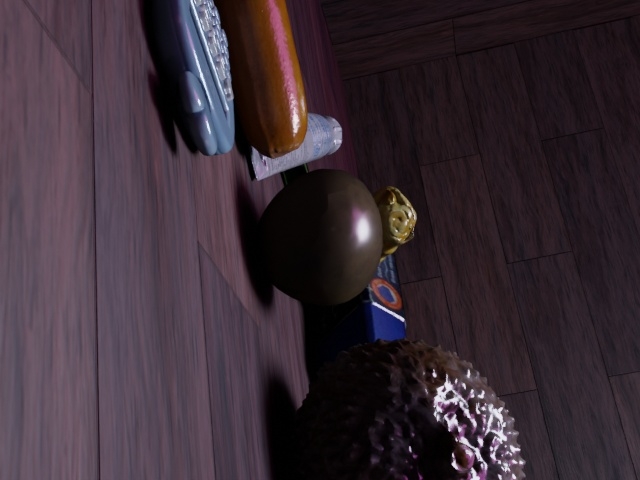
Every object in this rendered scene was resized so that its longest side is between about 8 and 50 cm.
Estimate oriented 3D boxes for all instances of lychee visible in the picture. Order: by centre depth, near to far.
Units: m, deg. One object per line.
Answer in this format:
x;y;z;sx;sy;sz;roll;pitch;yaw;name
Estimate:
0.095;0.269;1.110;0.300;0.300;0.300;-11;90;-84;lychee

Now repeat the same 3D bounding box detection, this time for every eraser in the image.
0.059;0.122;1.524;0.101;0.155;0.332;31;30;-23;eraser

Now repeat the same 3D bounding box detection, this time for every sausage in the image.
-0.080;-0.244;1.203;0.105;0.105;0.274;-56;134;-81;sausage

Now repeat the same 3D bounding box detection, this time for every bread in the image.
0.047;0.017;1.363;0.084;0.077;0.367;67;-24;12;bread

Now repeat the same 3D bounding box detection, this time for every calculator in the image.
-0.128;-0.196;0.953;0.303;0.042;0.188;-94;171;-52;calculator

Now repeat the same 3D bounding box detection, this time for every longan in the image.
0.000;0.000;1.167;0.189;0.189;0.189;-11;90;-84;longan

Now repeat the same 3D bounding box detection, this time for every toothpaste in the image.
-0.048;-0.153;1.374;0.299;0.073;0.114;-19;97;-67;toothpaste

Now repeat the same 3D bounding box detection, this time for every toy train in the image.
-0.034;-0.086;1.572;0.042;0.044;0.209;-91;168;-56;toy train
